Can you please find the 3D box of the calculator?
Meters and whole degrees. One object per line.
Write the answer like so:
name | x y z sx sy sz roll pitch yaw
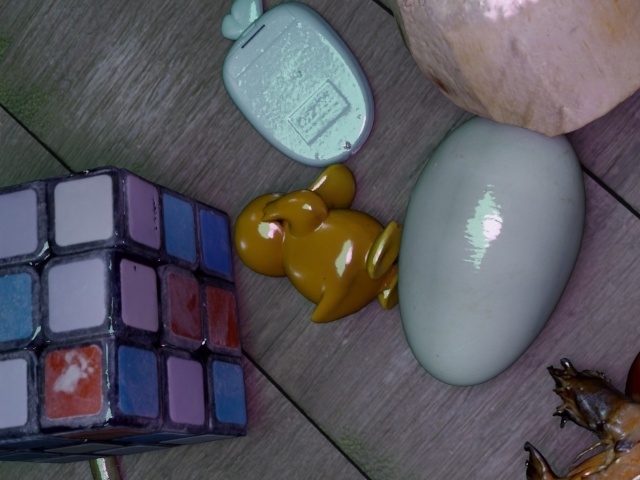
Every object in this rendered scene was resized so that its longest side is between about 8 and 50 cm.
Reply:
calculator | -0.042 -0.237 1.977 0.184 0.042 0.295 -43 76 15

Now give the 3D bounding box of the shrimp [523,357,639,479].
shrimp | 0.326 0.255 1.705 0.178 0.289 0.075 -43 118 -4

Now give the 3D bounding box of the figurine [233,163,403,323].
figurine | 0.002 0.008 1.882 0.215 0.215 0.228 -48 56 13

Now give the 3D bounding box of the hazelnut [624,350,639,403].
hazelnut | 0.487 0.214 1.720 0.201 0.160 0.170 40 120 -21

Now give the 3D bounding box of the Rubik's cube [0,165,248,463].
Rubik's cube | -0.336 0.121 1.899 0.362 0.363 0.359 -12 73 21

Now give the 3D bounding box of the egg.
egg | 0.216 0.010 1.775 0.230 0.230 0.371 19 99 20

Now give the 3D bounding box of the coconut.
coconut | 0.255 -0.315 1.666 0.344 0.415 0.415 9 92 35

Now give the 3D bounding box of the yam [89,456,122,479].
yam | -0.327 0.345 2.074 0.043 0.043 0.094 -19 84 20
